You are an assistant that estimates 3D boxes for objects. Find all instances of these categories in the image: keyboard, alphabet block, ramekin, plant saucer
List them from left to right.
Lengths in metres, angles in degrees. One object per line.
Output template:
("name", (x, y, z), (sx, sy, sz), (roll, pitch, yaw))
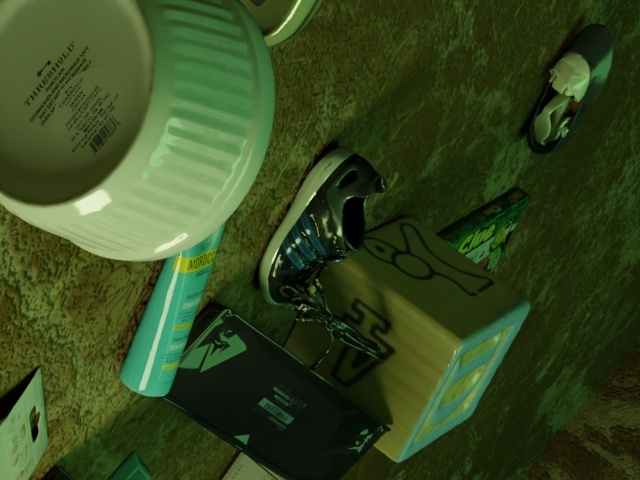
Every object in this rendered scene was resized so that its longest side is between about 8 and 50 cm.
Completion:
("plant saucer", (-0.254, 0.314, 1.804), (0.192, 0.018, 0.067), (-49, 160, -13))
("ramekin", (-0.144, -0.094, 1.113), (0.207, 0.207, 0.109), (-57, 150, 11))
("keyboard", (-0.027, 0.151, 1.813), (0.201, 0.033, 0.317), (-46, 133, 3))
("alphabet block", (0.099, 0.114, 1.989), (0.192, 0.197, 0.193), (-21, 142, -55))

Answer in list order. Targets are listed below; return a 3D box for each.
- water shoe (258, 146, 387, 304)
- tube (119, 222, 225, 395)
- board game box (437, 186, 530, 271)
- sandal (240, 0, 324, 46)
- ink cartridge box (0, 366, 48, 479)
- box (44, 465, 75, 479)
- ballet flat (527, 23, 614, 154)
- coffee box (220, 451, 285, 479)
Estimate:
("water shoe", (0.000, 0.000, 1.749), (0.073, 0.080, 0.203), (-23, 144, -53))
("tube", (-0.137, 0.051, 1.592), (0.080, 0.052, 0.207), (-36, 151, -64))
("board game box", (0.193, 0.021, 2.287), (0.260, 0.030, 0.136), (-29, 147, -48))
("sandal", (-0.017, -0.270, 1.231), (0.086, 0.120, 0.302), (-10, 135, -43))
("ink cartridge box", (-0.311, 0.211, 1.503), (0.145, 0.045, 0.179), (97, 17, -53))
("box", (-0.225, 0.413, 1.586), (0.257, 0.322, 0.079), (-46, 158, -20))
("ballet flat", (0.321, -0.190, 2.163), (0.074, 0.074, 0.203), (-32, 153, -45))
("coffee box", (-0.028, 0.275, 2.116), (0.246, 0.098, 0.141), (-55, 160, 6))
